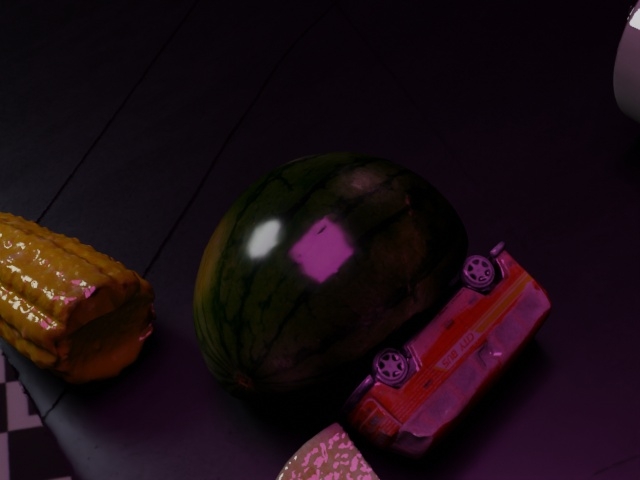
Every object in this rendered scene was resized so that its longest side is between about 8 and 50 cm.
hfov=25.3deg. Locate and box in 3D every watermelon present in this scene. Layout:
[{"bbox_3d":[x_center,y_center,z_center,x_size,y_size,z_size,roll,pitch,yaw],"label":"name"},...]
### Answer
[{"bbox_3d":[-0.004,0.005,1.046,0.232,0.127,0.204,-43,26,-17],"label":"watermelon"}]

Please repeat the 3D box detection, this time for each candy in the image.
[{"bbox_3d":[-0.228,0.032,1.117,0.199,0.094,0.106,28,25,33],"label":"candy"}]

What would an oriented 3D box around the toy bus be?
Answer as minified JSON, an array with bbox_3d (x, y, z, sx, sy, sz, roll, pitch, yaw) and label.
[{"bbox_3d":[0.092,0.085,1.031,0.077,0.079,0.174,42,65,7],"label":"toy bus"}]

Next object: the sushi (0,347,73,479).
[{"bbox_3d":[-0.345,0.203,0.984,0.339,0.069,0.320,-17,32,-23],"label":"sushi"}]

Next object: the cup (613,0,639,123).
[{"bbox_3d":[0.343,-0.095,1.097,0.226,0.185,0.241,33,94,36],"label":"cup"}]

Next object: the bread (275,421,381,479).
[{"bbox_3d":[0.020,0.225,0.959,0.112,0.036,0.193,-33,57,-11],"label":"bread"}]
